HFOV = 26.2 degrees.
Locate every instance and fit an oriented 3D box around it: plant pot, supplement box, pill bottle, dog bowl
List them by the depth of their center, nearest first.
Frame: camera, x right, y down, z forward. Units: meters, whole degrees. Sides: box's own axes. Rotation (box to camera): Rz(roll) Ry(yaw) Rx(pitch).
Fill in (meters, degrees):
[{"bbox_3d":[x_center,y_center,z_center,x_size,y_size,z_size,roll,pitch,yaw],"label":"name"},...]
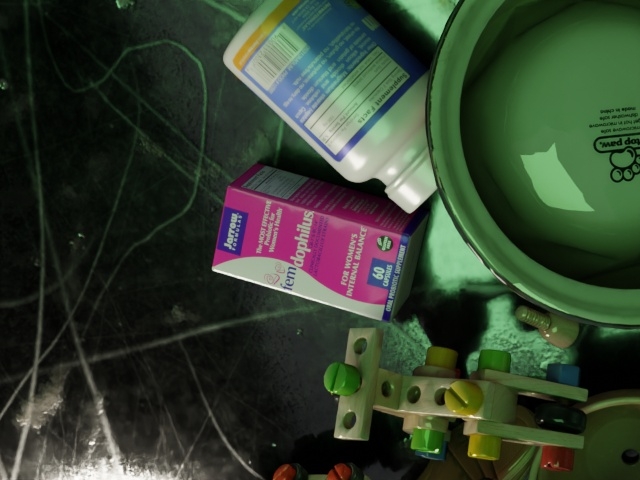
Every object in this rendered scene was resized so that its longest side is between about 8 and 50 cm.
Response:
[{"bbox_3d":[0.298,-0.115,1.396,0.408,0.150,0.408,0,87,-4],"label":"dog bowl"},{"bbox_3d":[0.038,-0.162,1.517,0.272,0.152,0.152,43,112,-1],"label":"pill bottle"},{"bbox_3d":[0.359,0.269,1.580,0.237,0.110,0.237,3,108,10],"label":"plant pot"},{"bbox_3d":[0.000,0.000,1.598,0.220,0.114,0.111,16,111,12],"label":"supplement box"}]

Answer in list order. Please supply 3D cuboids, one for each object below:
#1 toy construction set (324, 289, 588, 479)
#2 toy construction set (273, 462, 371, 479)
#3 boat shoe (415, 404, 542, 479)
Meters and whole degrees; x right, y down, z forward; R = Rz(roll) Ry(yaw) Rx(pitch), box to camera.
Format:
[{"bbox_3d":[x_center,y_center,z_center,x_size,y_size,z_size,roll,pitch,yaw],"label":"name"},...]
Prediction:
[{"bbox_3d":[0.149,0.140,1.501,0.237,0.257,0.309,24,97,-34],"label":"toy construction set"},{"bbox_3d":[-0.021,0.382,1.654,0.328,0.215,0.151,3,142,37],"label":"toy construction set"},{"bbox_3d":[0.175,0.304,1.660,0.089,0.104,0.285,25,122,-34],"label":"boat shoe"}]
